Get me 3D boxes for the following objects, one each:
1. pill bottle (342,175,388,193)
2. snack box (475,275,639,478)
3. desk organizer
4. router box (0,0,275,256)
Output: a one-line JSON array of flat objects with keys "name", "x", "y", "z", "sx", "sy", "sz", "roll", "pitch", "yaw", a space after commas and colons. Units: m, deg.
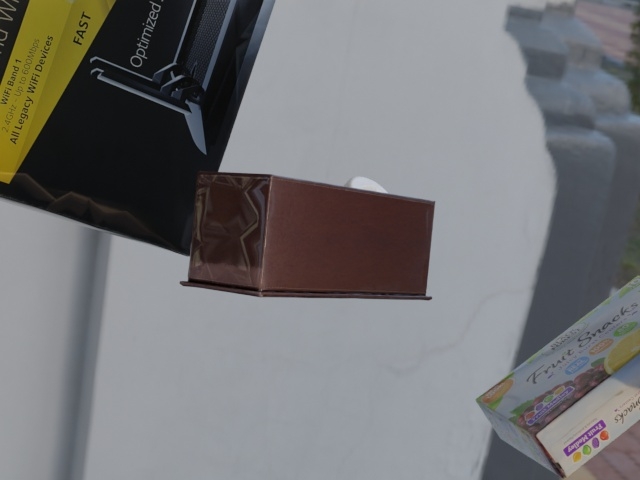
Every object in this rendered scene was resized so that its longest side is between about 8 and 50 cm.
[{"name": "pill bottle", "x": 0.021, "y": -0.005, "z": 1.089, "sx": 0.067, "sy": 0.120, "sz": 0.067, "roll": 29, "pitch": 34, "yaw": -21}, {"name": "snack box", "x": 0.176, "y": 0.079, "z": 0.651, "sx": 0.141, "sy": 0.037, "sz": 0.100, "roll": -36, "pitch": 8, "yaw": -8}, {"name": "desk organizer", "x": 0.000, "y": 0.000, "z": 0.486, "sx": 0.047, "sy": 0.050, "sz": 0.130, "roll": 6, "pitch": 0, "yaw": 38}, {"name": "router box", "x": -0.137, "y": -0.171, "z": 0.556, "sx": 0.243, "sy": 0.308, "sz": 0.081, "roll": 21, "pitch": -3, "yaw": -38}]
